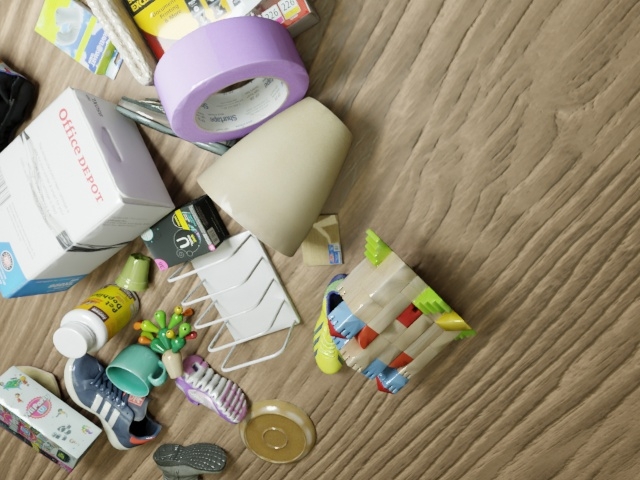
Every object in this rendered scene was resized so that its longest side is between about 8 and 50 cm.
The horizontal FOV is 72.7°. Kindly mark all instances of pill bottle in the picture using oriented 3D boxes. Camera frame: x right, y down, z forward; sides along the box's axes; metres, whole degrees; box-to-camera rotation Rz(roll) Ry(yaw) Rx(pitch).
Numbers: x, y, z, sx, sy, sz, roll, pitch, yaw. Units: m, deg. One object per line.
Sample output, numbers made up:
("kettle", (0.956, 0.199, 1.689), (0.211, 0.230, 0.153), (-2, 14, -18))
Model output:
("pill bottle", (-0.565, 0.201, 1.102), (0.117, 0.215, 0.117), (3, 111, 7))

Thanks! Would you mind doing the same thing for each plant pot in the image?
("plant pot", (-0.066, -0.149, 0.906), (0.256, 0.256, 0.274), (41, 94, -8))
("plant pot", (-0.131, 0.572, 1.277), (0.236, 0.032, 0.237), (3, 110, 8))
("plant pot", (-0.476, 0.078, 1.124), (0.083, 0.083, 0.079), (22, 100, 0))

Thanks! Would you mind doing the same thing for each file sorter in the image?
("file sorter", (-0.205, 0.150, 1.057), (0.192, 0.173, 0.278), (-21, 106, 15))

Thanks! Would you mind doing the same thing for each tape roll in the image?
("tape roll", (-0.163, -0.292, 0.826), (0.274, 0.275, 0.090), (-24, 84, 16))

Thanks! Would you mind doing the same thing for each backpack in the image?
("backpack", (-0.780, -0.297, 0.942), (0.263, 0.276, 0.213), (-44, 101, 7))

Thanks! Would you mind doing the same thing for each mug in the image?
("mug", (-0.492, 0.357, 1.203), (0.157, 0.097, 0.129), (28, 130, -1))

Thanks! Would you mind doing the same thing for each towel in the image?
("towel", (-0.383, -0.433, 0.858), (0.049, 0.187, 0.282), (-26, 104, 12))

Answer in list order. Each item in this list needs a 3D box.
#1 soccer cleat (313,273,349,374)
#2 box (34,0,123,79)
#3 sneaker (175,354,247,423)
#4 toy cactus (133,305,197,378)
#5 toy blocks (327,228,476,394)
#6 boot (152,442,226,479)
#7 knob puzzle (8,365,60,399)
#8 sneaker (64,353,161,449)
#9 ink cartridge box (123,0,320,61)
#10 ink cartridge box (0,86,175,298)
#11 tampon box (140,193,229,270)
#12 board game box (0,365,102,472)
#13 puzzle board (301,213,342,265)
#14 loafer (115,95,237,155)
("soccer cleat", (0.031, 0.221, 1.076), (0.093, 0.121, 0.289), (11, 112, 3))
("box", (-0.517, -0.449, 0.949), (0.178, 0.042, 0.109), (35, 111, -5))
("sneaker", (-0.314, 0.431, 1.224), (0.236, 0.095, 0.104), (42, 115, -2))
("toy cactus", (-0.401, 0.271, 1.156), (0.218, 0.112, 0.181), (-15, 91, 27))
("toy blocks", (0.146, 0.189, 0.970), (0.261, 0.191, 0.381), (-45, 125, 6))
("boot", (-0.390, 0.713, 1.351), (0.246, 0.083, 0.161), (-2, 117, 15))
("knob puzzle", (-0.877, 0.455, 1.340), (0.213, 0.030, 0.213), (3, 110, 8))
("sneaker", (-0.577, 0.450, 1.248), (0.148, 0.131, 0.350), (-15, 117, 15))
("ink cartridge box", (-0.203, -0.481, 0.846), (0.309, 0.130, 0.272), (-25, 104, 16))
("ink cartridge box", (-0.563, -0.093, 0.973), (0.394, 0.166, 0.286), (-32, 79, 18))
("tampon box", (-0.327, -0.020, 1.048), (0.161, 0.101, 0.121), (-21, 105, 15))
("board game box", (-0.795, 0.519, 1.243), (0.303, 0.097, 0.224), (38, 132, -4))
("puzzle board", (0.000, 0.000, 1.059), (0.096, 0.011, 0.128), (-4, 110, 8))
("loafer", (-0.312, -0.269, 0.972), (0.267, 0.096, 0.084), (22, 92, -8))
